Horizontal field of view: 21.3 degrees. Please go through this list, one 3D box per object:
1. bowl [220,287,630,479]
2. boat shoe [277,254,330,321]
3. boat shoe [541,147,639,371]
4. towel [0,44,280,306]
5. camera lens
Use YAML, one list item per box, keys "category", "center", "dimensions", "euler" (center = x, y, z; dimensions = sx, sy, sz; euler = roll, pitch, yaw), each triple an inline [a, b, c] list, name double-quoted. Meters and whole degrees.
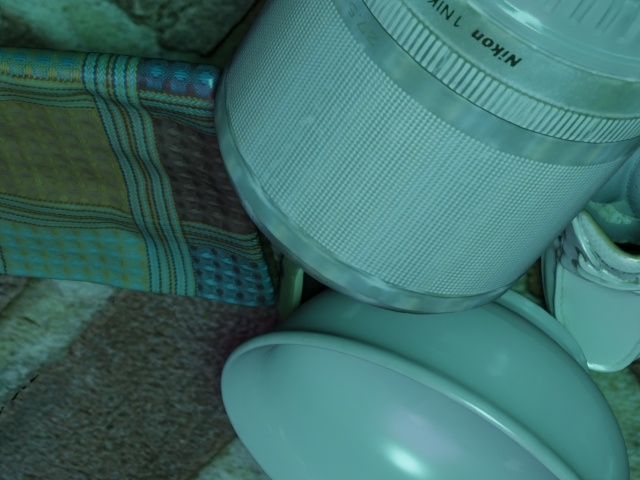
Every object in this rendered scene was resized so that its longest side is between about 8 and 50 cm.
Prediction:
- category: "bowl"
  center: [0.091, 0.117, 1.153]
  dimensions: [0.298, 0.134, 0.298]
  euler: [25, 151, 15]
- category: "boat shoe"
  center: [0.000, -0.001, 1.185]
  dimensions: [0.042, 0.049, 0.133]
  euler: [-1, 122, -16]
- category: "boat shoe"
  center: [0.191, -0.011, 1.082]
  dimensions: [0.098, 0.096, 0.277]
  euler: [8, 128, 7]
- category: "towel"
  center: [-0.224, -0.046, 1.161]
  dimensions: [0.370, 0.040, 0.271]
  euler: [7, 150, 12]
- category: "camera lens"
  center: [0.082, -0.107, 0.957]
  dimensions: [0.219, 0.219, 0.274]
  euler: [31, 133, -6]
